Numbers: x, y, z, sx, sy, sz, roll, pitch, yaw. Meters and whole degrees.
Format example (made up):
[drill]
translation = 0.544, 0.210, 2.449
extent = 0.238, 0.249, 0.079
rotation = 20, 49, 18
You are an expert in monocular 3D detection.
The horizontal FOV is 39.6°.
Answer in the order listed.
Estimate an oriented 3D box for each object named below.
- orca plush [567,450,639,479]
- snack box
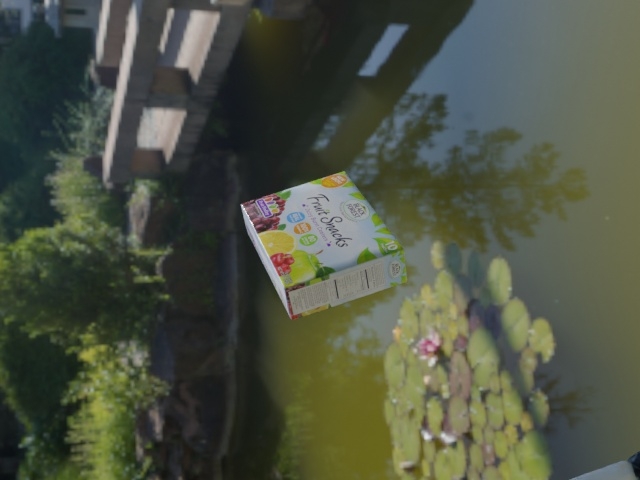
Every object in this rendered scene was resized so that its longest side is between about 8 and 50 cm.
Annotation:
[orca plush]
translation = 0.247, 0.214, 0.630
extent = 0.151, 0.287, 0.102
rotation = -40, 58, 29
[snack box]
translation = 0.000, 0.000, 0.742
extent = 0.141, 0.100, 0.037
rotation = -123, 19, -54
